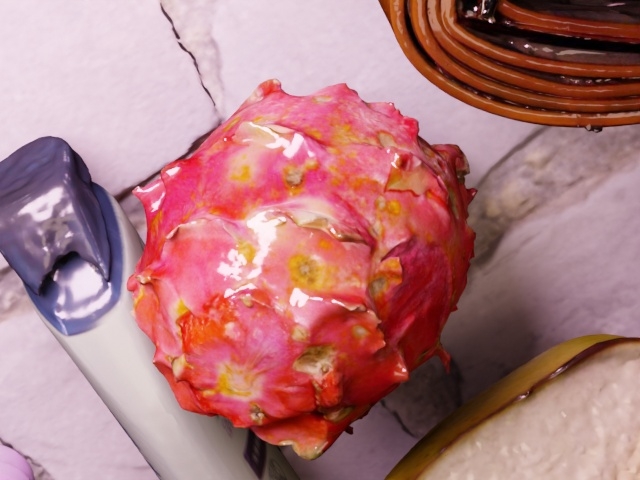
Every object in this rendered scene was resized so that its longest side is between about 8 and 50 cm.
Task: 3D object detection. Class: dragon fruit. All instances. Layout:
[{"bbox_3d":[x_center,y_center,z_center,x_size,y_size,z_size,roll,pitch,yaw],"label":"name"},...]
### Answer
[{"bbox_3d":[0.000,0.000,1.054,0.268,0.210,0.205,-35,145,-42],"label":"dragon fruit"}]

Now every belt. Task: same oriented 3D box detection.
[{"bbox_3d":[0.165,-0.165,1.051,0.261,0.105,0.184,5,115,-12],"label":"belt"}]

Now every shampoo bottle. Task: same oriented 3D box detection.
[{"bbox_3d":[-0.100,0.100,1.130,0.078,0.134,0.359,-28,119,4],"label":"shampoo bottle"}]

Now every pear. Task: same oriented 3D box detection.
[{"bbox_3d":[0.153,0.249,1.209,0.340,0.191,0.386,28,83,-19],"label":"pear"}]

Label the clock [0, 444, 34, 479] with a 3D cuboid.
[{"bbox_3d":[-0.335,0.170,1.156,0.248,0.090,0.227,36,107,-26],"label":"clock"}]
